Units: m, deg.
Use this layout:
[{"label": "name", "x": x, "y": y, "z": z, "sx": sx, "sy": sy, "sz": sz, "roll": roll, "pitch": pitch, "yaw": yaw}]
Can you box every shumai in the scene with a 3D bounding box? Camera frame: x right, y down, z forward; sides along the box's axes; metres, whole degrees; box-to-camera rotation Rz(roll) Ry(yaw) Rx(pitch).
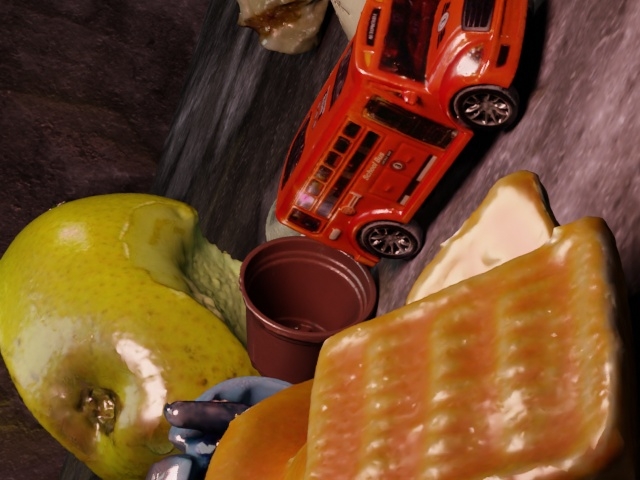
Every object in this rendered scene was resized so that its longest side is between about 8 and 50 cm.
[{"label": "shumai", "x": -0.001, "y": -0.359, "z": 1.959, "sx": 0.272, "sy": 0.204, "sz": 0.222, "roll": -26, "pitch": 33, "yaw": 20}]

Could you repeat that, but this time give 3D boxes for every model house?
[{"label": "model house", "x": 0.059, "y": 0.075, "z": 0.746, "sx": 0.268, "sy": 0.173, "sz": 0.239, "roll": -85, "pitch": 17, "yaw": -44}]

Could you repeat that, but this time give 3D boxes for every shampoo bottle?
[{"label": "shampoo bottle", "x": -0.010, "y": -0.033, "z": 1.597, "sx": 0.069, "sy": 0.041, "sz": 0.190, "roll": -67, "pitch": 10, "yaw": -14}]

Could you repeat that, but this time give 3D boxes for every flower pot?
[{"label": "flower pot", "x": -0.017, "y": 0.065, "z": 1.331, "sx": 0.111, "sy": 0.111, "sz": 0.089, "roll": -82, "pitch": 5, "yaw": -46}]

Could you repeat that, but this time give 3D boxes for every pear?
[{"label": "pear", "x": -0.150, "y": 0.097, "z": 1.524, "sx": 0.176, "sy": 0.286, "sz": 0.282, "roll": -46, "pitch": 19, "yaw": 17}]

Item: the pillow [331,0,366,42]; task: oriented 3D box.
[{"label": "pillow", "x": 0.057, "y": -0.293, "z": 1.302, "sx": 0.312, "sy": 0.119, "sz": 0.310, "roll": 64, "pitch": 155, "yaw": 12}]

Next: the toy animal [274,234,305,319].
[{"label": "toy animal", "x": 0.006, "y": 0.001, "z": 1.385, "sx": 0.071, "sy": 0.085, "sz": 0.124, "roll": -87, "pitch": 9, "yaw": -58}]

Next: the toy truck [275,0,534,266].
[{"label": "toy truck", "x": 0.057, "y": -0.092, "z": 1.194, "sx": 0.253, "sy": 0.114, "sz": 0.107, "roll": 122, "pitch": 164, "yaw": -52}]

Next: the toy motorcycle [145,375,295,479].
[{"label": "toy motorcycle", "x": -0.040, "y": 0.178, "z": 1.046, "sx": 0.416, "sy": 0.172, "sz": 0.232, "roll": 117, "pitch": 164, "yaw": -73}]
